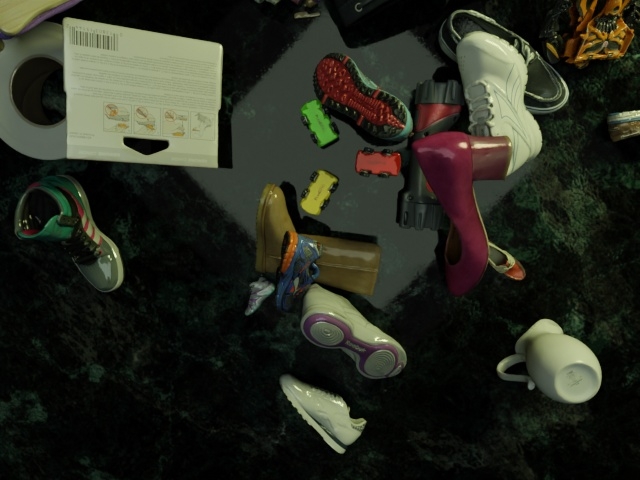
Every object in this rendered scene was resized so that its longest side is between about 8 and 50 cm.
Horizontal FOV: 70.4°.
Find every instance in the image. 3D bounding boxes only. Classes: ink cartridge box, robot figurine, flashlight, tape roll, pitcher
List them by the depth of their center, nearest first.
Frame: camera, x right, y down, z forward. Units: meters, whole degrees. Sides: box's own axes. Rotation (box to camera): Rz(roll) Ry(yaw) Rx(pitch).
[{"bbox_3d":[0.530,-0.460,0.837,0.210,0.085,0.291,-8,130,-5],"label":"robot figurine"},{"bbox_3d":[-0.358,-0.289,0.934,0.296,0.066,0.261,1,98,-23],"label":"ink cartridge box"},{"bbox_3d":[0.467,0.264,0.949,0.177,0.207,0.125,-40,94,10],"label":"pitcher"},{"bbox_3d":[0.239,-0.175,0.958,0.103,0.103,0.304,12,106,40],"label":"flashlight"},{"bbox_3d":[-0.574,-0.315,0.991,0.286,0.100,0.286,0,98,3],"label":"tape roll"}]

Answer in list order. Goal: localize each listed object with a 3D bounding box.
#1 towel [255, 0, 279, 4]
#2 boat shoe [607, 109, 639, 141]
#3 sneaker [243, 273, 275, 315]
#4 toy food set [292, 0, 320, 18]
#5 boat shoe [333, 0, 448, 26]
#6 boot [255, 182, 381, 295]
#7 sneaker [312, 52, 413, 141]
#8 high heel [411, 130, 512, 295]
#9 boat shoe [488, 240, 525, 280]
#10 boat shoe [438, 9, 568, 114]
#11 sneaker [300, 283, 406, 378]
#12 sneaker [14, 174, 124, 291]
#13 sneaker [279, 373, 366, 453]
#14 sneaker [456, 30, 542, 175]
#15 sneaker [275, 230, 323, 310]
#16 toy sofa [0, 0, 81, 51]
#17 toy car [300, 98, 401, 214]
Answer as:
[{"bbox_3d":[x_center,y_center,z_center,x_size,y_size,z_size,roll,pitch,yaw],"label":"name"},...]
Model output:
[{"bbox_3d":[-0.123,-0.711,0.903,0.320,0.090,0.374,-43,91,6],"label":"towel"},{"bbox_3d":[0.690,-0.239,0.933,0.183,0.066,0.066,-3,103,15],"label":"boat shoe"},{"bbox_3d":[-0.159,0.121,1.059,0.069,0.038,0.098,43,90,-1],"label":"sneaker"},{"bbox_3d":[-0.033,-0.538,0.957,0.077,0.019,0.122,-4,98,5],"label":"toy food set"},{"bbox_3d":[0.250,-0.534,0.863,0.499,0.187,0.156,-12,106,8],"label":"boat shoe"},{"bbox_3d":[0.000,0.000,0.983,0.269,0.089,0.236,10,130,4],"label":"boot"},{"bbox_3d":[0.088,-0.286,0.948,0.104,0.125,0.262,-49,67,18],"label":"sneaker"},{"bbox_3d":[0.248,-0.040,0.916,0.181,0.127,0.378,-1,120,-4],"label":"high heel"},{"bbox_3d":[0.400,0.044,1.003,0.137,0.043,0.049,39,97,-3],"label":"boat shoe"},{"bbox_3d":[0.376,-0.361,0.913,0.301,0.102,0.108,37,99,-2],"label":"boat shoe"},{"bbox_3d":[0.082,0.198,1.015,0.114,0.152,0.305,-42,118,18],"label":"sneaker"},{"bbox_3d":[-0.554,-0.006,0.994,0.123,0.178,0.296,-26,96,7],"label":"sneaker"},{"bbox_3d":[0.001,0.387,1.071,0.095,0.090,0.235,-45,97,-4],"label":"sneaker"},{"bbox_3d":[0.336,-0.253,0.874,0.129,0.111,0.297,-45,114,-26],"label":"sneaker"},{"bbox_3d":[-0.048,0.077,0.949,0.087,0.083,0.221,8,137,-8],"label":"sneaker"},{"bbox_3d":[-0.483,-0.494,0.855,0.362,0.150,0.177,-41,100,-20],"label":"toy sofa"},{"bbox_3d":[0.029,-0.198,0.988,0.239,0.053,0.225,-27,95,7],"label":"toy car"}]
